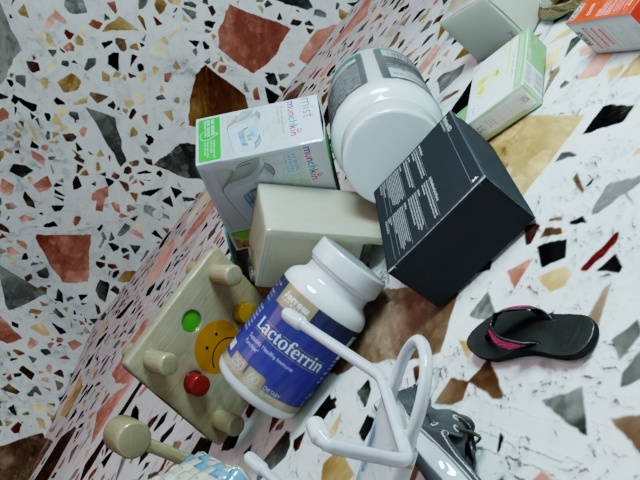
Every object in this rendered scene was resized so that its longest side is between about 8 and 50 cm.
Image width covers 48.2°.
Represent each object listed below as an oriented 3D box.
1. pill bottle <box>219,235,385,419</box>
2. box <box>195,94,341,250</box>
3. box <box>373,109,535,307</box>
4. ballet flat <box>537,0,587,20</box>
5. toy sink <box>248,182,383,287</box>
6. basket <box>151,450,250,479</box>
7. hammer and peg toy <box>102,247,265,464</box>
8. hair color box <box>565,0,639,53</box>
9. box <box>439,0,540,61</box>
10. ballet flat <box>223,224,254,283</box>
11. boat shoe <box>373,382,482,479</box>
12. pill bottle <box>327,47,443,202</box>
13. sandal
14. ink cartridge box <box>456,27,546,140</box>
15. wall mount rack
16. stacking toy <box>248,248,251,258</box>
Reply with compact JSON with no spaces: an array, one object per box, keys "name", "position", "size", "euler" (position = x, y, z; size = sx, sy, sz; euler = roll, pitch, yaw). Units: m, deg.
[{"name":"pill bottle","position":[-0.026,0.134,1.123],"size":[0.264,0.153,0.153],"euler":[-53,18,4]},{"name":"box","position":[-0.086,-0.123,1.346],"size":[0.231,0.262,0.126],"euler":[-10,53,4]},{"name":"box","position":[0.181,-0.054,1.037],"size":[0.184,0.103,0.261],"euler":[-50,18,23]},{"name":"ballet flat","position":[0.406,-0.409,1.169],"size":[0.073,0.067,0.206],"euler":[-56,18,-2]},{"name":"toy sink","position":[0.000,0.000,1.265],"size":[0.153,0.234,0.131],"euler":[-107,25,-53]},{"name":"basket","position":[-0.194,0.421,0.909],"size":[0.289,0.201,0.255],"euler":[-35,9,-24]},{"name":"hammer and peg toy","position":[-0.208,0.228,1.219],"size":[0.127,0.266,0.361],"euler":[4,52,46]},{"name":"hair color box","position":[0.404,-0.292,0.963],"size":[0.043,0.072,0.141],"euler":[-55,19,0]},{"name":"box","position":[0.367,-0.506,1.352],"size":[0.311,0.121,0.148],"euler":[-61,20,-20]},{"name":"ballet flat","position":[-0.176,0.042,1.706],"size":[0.280,0.096,0.095],"euler":[96,166,-53]},{"name":"boat shoe","position":[0.128,0.210,0.755],"size":[0.076,0.080,0.228],"euler":[-32,12,-8]},{"name":"pill bottle","position":[0.117,-0.216,1.316],"size":[0.204,0.204,0.361],"euler":[-47,19,21]},{"name":"sandal","position":[0.218,0.095,0.773],"size":[0.067,0.040,0.179],"euler":[-61,20,-20]},{"name":"ink cartridge box","position":[0.271,-0.230,1.208],"size":[0.235,0.056,0.171],"euler":[-34,27,42]},{"name":"wall mount rack","position":[0.000,0.232,0.759],"size":[0.304,0.130,0.350],"euler":[-108,33,-75]},{"name":"stacking toy","position":[-0.082,-0.040,1.627],"size":[0.141,0.141,0.330],"euler":[-49,14,16]}]
